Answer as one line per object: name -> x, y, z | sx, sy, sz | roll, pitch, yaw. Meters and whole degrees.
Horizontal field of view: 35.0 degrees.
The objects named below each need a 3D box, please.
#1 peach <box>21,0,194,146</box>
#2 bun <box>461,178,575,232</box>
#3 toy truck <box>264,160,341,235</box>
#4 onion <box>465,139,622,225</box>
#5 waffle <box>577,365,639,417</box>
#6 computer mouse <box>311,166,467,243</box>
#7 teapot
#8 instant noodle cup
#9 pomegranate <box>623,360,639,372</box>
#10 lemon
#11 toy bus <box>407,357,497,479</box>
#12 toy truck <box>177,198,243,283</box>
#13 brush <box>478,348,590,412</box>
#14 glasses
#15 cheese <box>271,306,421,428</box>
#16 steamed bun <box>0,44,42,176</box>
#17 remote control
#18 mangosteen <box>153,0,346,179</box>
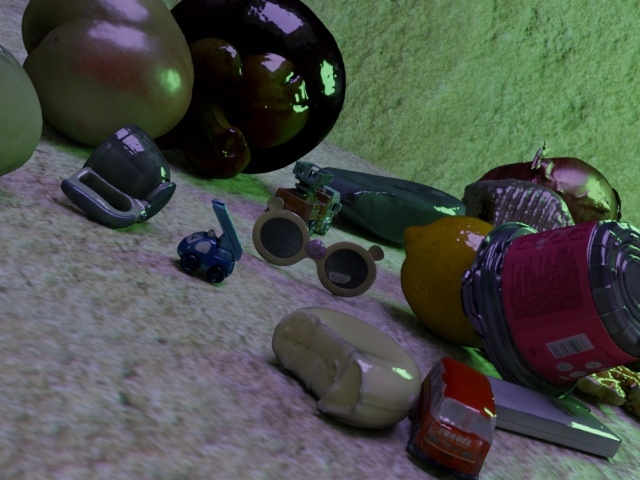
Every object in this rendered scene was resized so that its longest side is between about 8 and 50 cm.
peach -> -0.331, -0.281, 1.605 | 0.292, 0.247, 0.292 | 26, 36, -21
bun -> 0.336, 0.039, 1.770 | 0.281, 0.281, 0.205 | 28, -24, 8
toy truck -> -0.019, -0.073, 1.769 | 0.080, 0.115, 0.178 | 29, 9, 14
onion -> 0.483, -0.046, 2.249 | 0.353, 0.353, 0.353 | 25, 11, -5
waffle -> 0.439, 0.211, 1.660 | 0.250, 0.056, 0.261 | 30, 13, 20
computer mouse -> 0.132, -0.064, 2.076 | 0.371, 0.122, 0.188 | 11, 13, -32
teapot -> -0.242, -0.078, 1.285 | 0.108, 0.111, 0.149 | 41, 7, 5
instant noodle cup -> 0.350, 0.080, 1.363 | 0.181, 0.258, 0.302 | -19, -11, 42
pomegranate -> 0.579, 0.199, 1.881 | 0.148, 0.148, 0.169 | 18, 50, -37
lemon -> 0.217, 0.062, 1.498 | 0.244, 0.187, 0.187 | 39, 13, 12
toy bus -> 0.136, 0.177, 1.031 | 0.079, 0.077, 0.174 | 26, 10, 2
toy truck -> -0.128, -0.001, 1.220 | 0.073, 0.090, 0.056 | 23, 10, -14
brush -> 0.305, 0.202, 1.482 | 0.193, 0.016, 0.063 | 35, 15, 38
glasses -> -0.013, 0.027, 1.516 | 0.189, 0.088, 0.220 | 26, -9, 0
cheese -> 0.054, 0.132, 1.072 | 0.163, 0.071, 0.249 | 32, 11, 30
steamed bun -> -0.408, -0.154, 1.085 | 0.200, 0.170, 0.225 | 22, 9, 3
remote control -> 0.265, 0.214, 1.274 | 0.250, 0.034, 0.103 | 19, 13, -31
mangosteen -> -0.158, -0.273, 1.892 | 0.382, 0.382, 0.435 | 26, 49, 1
